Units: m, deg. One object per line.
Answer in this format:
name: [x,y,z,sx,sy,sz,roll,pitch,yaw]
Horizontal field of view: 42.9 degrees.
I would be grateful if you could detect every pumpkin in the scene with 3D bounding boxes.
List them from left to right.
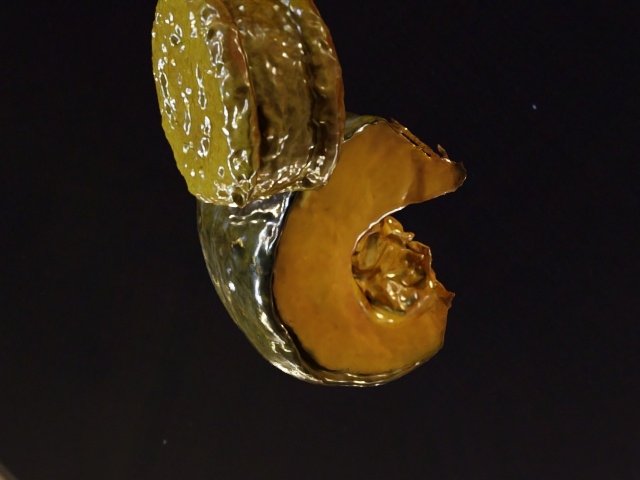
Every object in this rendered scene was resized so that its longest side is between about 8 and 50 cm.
pumpkin: [0.000,0.000,0.884,0.256,0.225,0.303,-3,-75,-28]

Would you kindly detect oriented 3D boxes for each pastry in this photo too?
pastry: [-0.059,-0.115,0.628,0.103,0.189,0.189,-16,-51,-25]
